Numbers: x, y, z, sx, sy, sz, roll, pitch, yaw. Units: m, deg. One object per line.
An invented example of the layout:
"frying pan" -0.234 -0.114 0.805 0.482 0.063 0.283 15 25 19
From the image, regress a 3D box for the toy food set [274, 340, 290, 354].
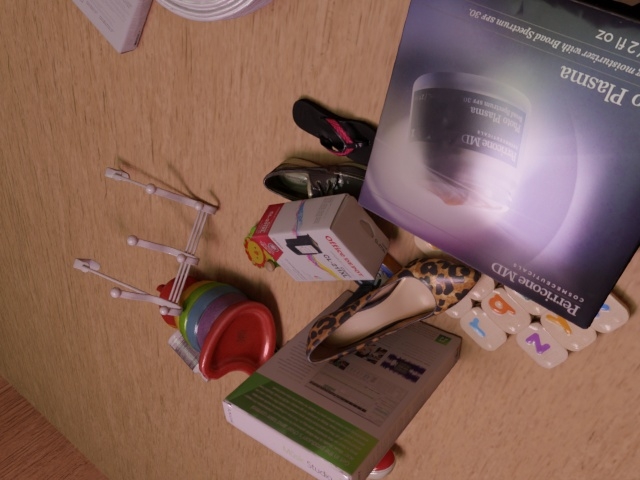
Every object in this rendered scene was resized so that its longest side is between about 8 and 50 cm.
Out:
"toy food set" -0.127 0.265 1.351 0.192 0.038 0.132 4 119 41

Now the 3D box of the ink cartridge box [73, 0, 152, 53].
"ink cartridge box" -0.379 -0.487 1.071 0.223 0.045 0.224 49 137 4

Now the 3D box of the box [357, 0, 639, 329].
"box" 0.230 -0.119 0.650 0.296 0.182 0.294 31 130 24

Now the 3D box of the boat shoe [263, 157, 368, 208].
"boat shoe" 0.004 -0.082 0.974 0.223 0.073 0.080 15 126 36

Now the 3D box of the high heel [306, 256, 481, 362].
"high heel" 0.100 0.114 0.896 0.261 0.186 0.093 -20 105 45

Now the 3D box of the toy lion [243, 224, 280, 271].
"toy lion" -0.115 0.012 1.181 0.096 0.034 0.100 24 131 39

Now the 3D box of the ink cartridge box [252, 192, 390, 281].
"ink cartridge box" 0.000 0.000 0.961 0.175 0.072 0.127 -5 138 44

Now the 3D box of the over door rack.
"over door rack" -0.386 -0.006 1.270 0.324 0.108 0.239 20 91 31

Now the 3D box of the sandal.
"sandal" 0.020 -0.160 0.931 0.179 0.040 0.067 30 133 25

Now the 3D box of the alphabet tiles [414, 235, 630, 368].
"alphabet tiles" 0.271 0.044 0.856 0.278 0.021 0.284 44 138 10

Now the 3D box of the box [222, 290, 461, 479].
"box" 0.042 0.216 0.953 0.232 0.322 0.058 21 129 32

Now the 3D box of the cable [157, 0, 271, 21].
"cable" -0.155 -0.433 0.834 0.257 0.089 0.257 7 119 19

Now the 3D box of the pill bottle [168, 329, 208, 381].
"pill bottle" -0.296 0.270 1.479 0.137 0.078 0.078 45 138 10

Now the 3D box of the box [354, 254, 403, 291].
"box" 0.070 0.034 1.027 0.136 0.028 0.081 41 137 11

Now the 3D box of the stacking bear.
"stacking bear" -0.244 0.160 1.306 0.289 0.175 0.164 21 99 44

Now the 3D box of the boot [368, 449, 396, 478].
"boot" 0.044 0.358 1.227 0.244 0.088 0.176 22 128 35
